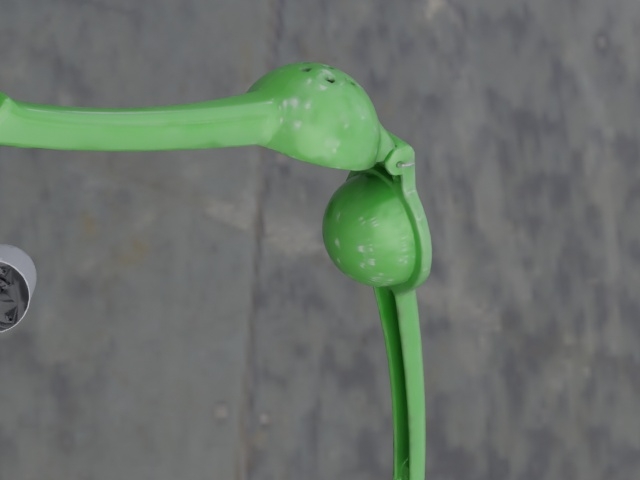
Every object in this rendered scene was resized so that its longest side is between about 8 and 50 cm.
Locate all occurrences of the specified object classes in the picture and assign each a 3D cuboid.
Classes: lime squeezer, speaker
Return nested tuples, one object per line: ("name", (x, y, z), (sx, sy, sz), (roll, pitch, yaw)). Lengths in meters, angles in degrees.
("lime squeezer", (0.000, 0.000, 0.715), (0.310, 0.059, 0.110), (45, 67, -46))
("speaker", (-0.244, 0.035, 1.371), (0.136, 0.055, 0.055), (-148, -135, -81))
